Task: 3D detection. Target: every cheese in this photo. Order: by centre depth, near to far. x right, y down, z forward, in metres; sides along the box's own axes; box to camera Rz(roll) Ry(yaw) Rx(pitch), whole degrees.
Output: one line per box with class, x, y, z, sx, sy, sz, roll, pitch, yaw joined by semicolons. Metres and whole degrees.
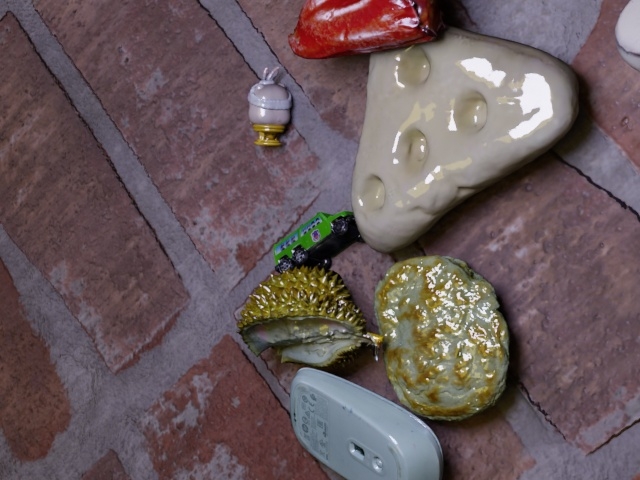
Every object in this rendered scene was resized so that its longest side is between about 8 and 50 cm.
cheese;0.203;-0.137;1.648;0.328;0.130;0.351;11;95;33

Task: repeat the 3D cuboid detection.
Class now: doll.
doll;-0.086;-0.217;1.869;0.084;0.073;0.127;16;104;63

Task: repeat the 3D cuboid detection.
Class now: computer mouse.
computer mouse;0.073;0.291;1.765;0.288;0.097;0.159;27;130;41

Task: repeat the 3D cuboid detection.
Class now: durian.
durian;-0.003;0.108;1.760;0.237;0.193;0.137;7;59;25

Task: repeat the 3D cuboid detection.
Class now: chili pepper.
chili pepper;0.051;-0.331;1.630;0.253;0.136;0.144;-9;119;36

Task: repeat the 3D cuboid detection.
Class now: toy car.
toy car;0.000;0.000;1.821;0.165;0.071;0.062;-36;60;28

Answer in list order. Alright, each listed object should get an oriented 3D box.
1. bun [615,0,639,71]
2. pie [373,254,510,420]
bun;0.459;-0.266;1.514;0.138;0.094;0.138;-21;48;25
pie;0.187;0.140;1.696;0.201;0.090;0.248;-15;83;28
